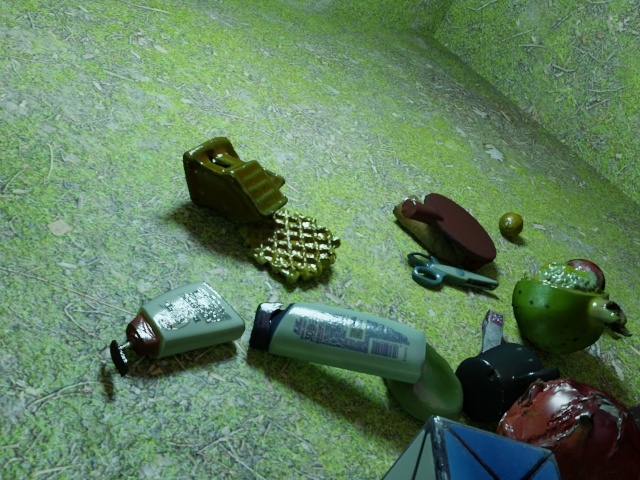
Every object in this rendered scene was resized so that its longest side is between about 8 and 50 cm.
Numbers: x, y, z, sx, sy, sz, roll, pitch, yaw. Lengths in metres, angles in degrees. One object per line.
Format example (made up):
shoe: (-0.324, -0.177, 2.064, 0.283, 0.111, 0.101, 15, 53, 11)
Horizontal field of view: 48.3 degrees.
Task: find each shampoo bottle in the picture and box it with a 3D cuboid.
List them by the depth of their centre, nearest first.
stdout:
shampoo bottle: (-0.290, 0.173, 1.369, 0.153, 0.071, 0.284, 43, 36, 19)
shampoo bottle: (0.038, 0.201, 1.493, 0.359, 0.078, 0.134, 12, 52, 0)

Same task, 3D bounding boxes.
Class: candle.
candle: (0.476, 0.061, 2.174, 0.048, 0.053, 0.162, -5, 3, 36)

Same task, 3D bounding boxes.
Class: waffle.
waffle: (-0.079, 0.004, 1.781, 0.238, 0.059, 0.243, 42, 43, 19)

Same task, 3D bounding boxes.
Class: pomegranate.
pomegranate: (0.664, 0.189, 1.900, 0.260, 0.261, 0.340, 7, 6, -31)

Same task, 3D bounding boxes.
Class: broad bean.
broad bean: (0.222, 0.305, 1.562, 0.169, 0.100, 0.228, 2, 51, -25)

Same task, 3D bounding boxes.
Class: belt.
belt: (0.438, 0.255, 1.829, 0.053, 0.071, 0.232, 23, 27, 6)

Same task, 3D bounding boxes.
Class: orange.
orange: (0.649, -0.054, 2.435, 0.085, 0.085, 0.095, 39, 36, 19)

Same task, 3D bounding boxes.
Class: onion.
onion: (0.786, 0.151, 2.185, 0.159, 0.159, 0.195, 28, 51, 1)

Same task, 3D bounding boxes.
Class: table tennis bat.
table tennis bat: (0.385, -0.050, 2.110, 0.414, 0.051, 0.268, 15, 37, -44)

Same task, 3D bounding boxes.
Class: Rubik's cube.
Rubik's cube: (0.243, 0.480, 1.158, 0.259, 0.255, 0.260, 22, 33, -12)

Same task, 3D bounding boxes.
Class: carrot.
carrot: (0.327, -0.019, 2.138, 0.101, 0.102, 0.263, -9, 52, -45)

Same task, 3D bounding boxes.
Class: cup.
cup: (0.414, 0.312, 1.579, 0.176, 0.223, 0.169, -3, 73, -35)

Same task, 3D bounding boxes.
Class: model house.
model house: (-0.187, -0.147, 1.791, 0.239, 0.174, 0.268, 24, 33, 18)

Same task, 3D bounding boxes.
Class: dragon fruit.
dragon fruit: (0.486, 0.426, 1.419, 0.295, 0.302, 0.295, 18, 11, -4)

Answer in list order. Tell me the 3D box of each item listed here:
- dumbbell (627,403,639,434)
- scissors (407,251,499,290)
dumbbell: (0.705, 0.450, 1.675, 0.225, 0.141, 0.124, 8, 20, -28)
scissors: (0.382, 0.101, 2.033, 0.289, 0.041, 0.138, 13, 35, -17)
